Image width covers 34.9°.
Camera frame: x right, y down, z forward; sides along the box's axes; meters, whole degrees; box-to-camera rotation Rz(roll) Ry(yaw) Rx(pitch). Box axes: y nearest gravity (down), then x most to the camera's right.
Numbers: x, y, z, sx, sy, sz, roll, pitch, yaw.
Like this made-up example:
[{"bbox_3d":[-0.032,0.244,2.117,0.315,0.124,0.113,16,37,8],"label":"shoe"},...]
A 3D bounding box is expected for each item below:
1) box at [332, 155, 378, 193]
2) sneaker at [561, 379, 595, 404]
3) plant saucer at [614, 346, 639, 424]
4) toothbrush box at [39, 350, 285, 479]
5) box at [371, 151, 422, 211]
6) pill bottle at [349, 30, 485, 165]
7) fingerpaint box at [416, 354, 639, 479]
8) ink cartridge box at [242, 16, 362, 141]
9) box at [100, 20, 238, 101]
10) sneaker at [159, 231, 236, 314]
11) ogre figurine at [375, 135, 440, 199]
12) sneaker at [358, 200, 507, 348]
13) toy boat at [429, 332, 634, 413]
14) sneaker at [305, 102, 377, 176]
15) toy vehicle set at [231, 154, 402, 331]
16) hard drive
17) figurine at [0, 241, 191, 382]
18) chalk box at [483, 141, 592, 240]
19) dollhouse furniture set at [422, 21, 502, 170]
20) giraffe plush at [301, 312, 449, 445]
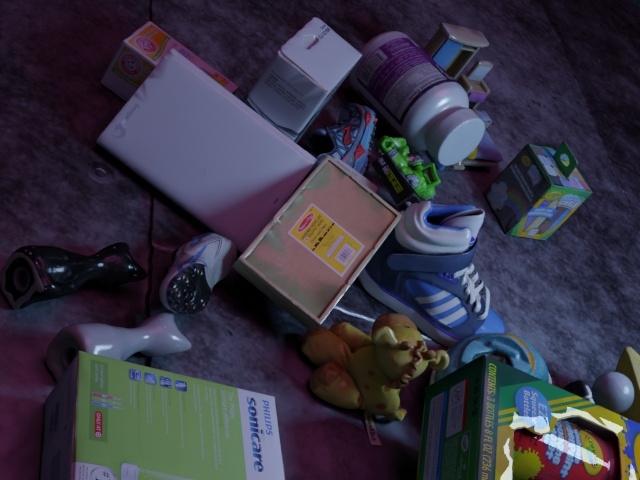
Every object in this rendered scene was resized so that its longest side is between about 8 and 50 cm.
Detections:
[{"bbox_3d":[0.005,-0.031,1.808,0.113,0.094,0.275,35,36,-6],"label":"box"},{"bbox_3d":[0.481,0.391,1.783,0.163,0.106,0.281,35,41,-22],"label":"sneaker"},{"bbox_3d":[0.640,0.406,1.848,0.333,0.081,0.332,40,32,-32],"label":"plant saucer"},{"bbox_3d":[-0.194,0.280,1.271,0.283,0.122,0.206,17,41,-27],"label":"toothbrush box"},{"bbox_3d":[0.182,-0.054,1.927,0.190,0.045,0.184,51,10,-30],"label":"box"},{"bbox_3d":[0.210,-0.301,2.186,0.169,0.169,0.301,-6,46,-45],"label":"pill bottle"},{"bbox_3d":[0.320,0.438,1.432,0.371,0.163,0.444,26,52,-19],"label":"fingerpaint box"},{"bbox_3d":[-0.065,-0.240,1.819,0.114,0.273,0.197,37,36,-2],"label":"ink cartridge box"},{"bbox_3d":[-0.271,-0.280,1.828,0.203,0.103,0.114,37,35,-3],"label":"box"},{"bbox_3d":[-0.198,0.049,1.542,0.086,0.085,0.237,7,18,12],"label":"sneaker"},{"bbox_3d":[0.181,-0.145,2.079,0.118,0.097,0.197,61,-3,20],"label":"ogre figurine"},{"bbox_3d":[0.250,0.055,1.807,0.323,0.236,0.130,30,37,-13],"label":"sneaker"},{"bbox_3d":[0.353,0.240,1.703,0.318,0.148,0.267,20,26,19],"label":"toy boat"},{"bbox_3d":[0.036,-0.203,2.017,0.125,0.104,0.261,25,37,-15],"label":"sneaker"},{"bbox_3d":[0.000,0.000,1.659,0.166,0.035,0.267,40,58,-1],"label":"toy vehicle set"},{"bbox_3d":[-0.188,-0.148,1.703,0.308,0.203,0.040,38,-8,-3],"label":"hard drive"},{"bbox_3d":[-0.300,0.093,1.419,0.209,0.092,0.215,-11,59,-52],"label":"figurine"},{"bbox_3d":[0.488,-0.120,2.228,0.132,0.213,0.132,8,46,-36],"label":"chalk box"},{"bbox_3d":[0.367,-0.308,2.341,0.286,0.198,0.303,1,50,-40],"label":"dollhouse furniture set"},{"bbox_3d":[0.094,0.185,1.586,0.181,0.170,0.210,-3,53,-43],"label":"giraffe plush"}]
